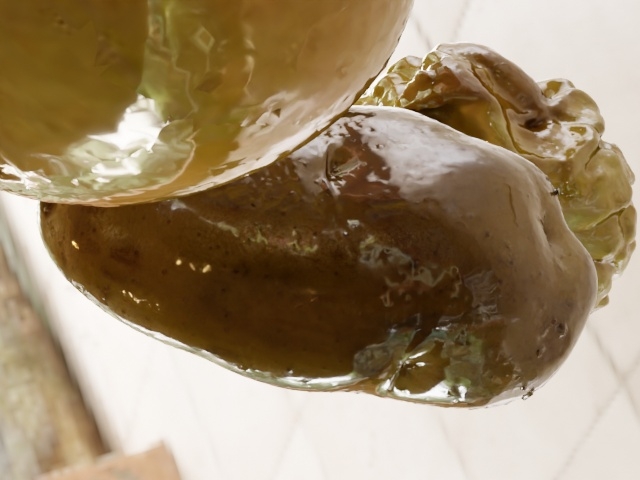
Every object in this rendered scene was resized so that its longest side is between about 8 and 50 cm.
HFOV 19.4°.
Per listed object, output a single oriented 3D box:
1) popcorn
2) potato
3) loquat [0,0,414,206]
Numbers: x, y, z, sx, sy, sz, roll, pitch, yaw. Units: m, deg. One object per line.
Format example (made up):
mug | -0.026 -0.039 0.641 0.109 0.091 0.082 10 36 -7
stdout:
popcorn | 0.146 -0.051 1.946 0.381 0.349 0.349 -108 15 -56
potato | 0.000 0.000 1.195 0.176 0.369 0.195 142 137 -81
loquat | -0.083 -0.139 0.739 0.263 0.263 0.263 47 145 48
